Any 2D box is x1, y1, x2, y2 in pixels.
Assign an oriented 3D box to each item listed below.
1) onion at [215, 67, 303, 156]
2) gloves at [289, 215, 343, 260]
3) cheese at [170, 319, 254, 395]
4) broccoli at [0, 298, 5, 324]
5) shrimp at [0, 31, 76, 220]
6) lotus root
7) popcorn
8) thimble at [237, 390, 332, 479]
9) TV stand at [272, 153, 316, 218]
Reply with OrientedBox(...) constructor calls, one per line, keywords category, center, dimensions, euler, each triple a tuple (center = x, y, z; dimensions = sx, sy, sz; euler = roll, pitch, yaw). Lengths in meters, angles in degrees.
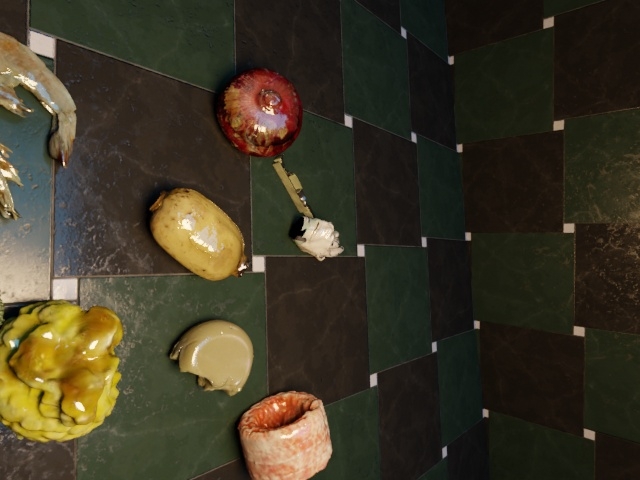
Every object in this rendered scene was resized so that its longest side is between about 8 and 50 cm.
OrientedBox(category="onion", center=(-0.160, -0.351, 1.124), dimensions=(0.247, 0.190, 0.245), euler=(2, 87, -30))
OrientedBox(category="gloves", center=(0.005, 0.000, 1.313), dimensions=(0.212, 0.111, 0.127), euler=(24, 87, -31))
OrientedBox(category="cheese", center=(-0.267, 0.282, 1.011), dimensions=(0.203, 0.091, 0.175), euler=(29, 65, -40))
OrientedBox(category="broccoli", center=(-0.654, 0.080, 0.557), dimensions=(0.362, 0.221, 0.251), euler=(26, 93, -38))
OrientedBox(category="shrimp", center=(-0.571, -0.213, 0.751), dimensions=(0.247, 0.086, 0.359), euler=(-9, 89, -54))
OrientedBox(category="lotus root", center=(-0.283, -0.006, 0.988), dimensions=(0.284, 0.146, 0.160), euler=(43, 76, -28))
OrientedBox(category="popcorn", center=(-0.444, 0.224, 0.708), dimensions=(0.206, 0.252, 0.236), euler=(29, 69, -49))
OrientedBox(category="thimble", center=(-0.090, 0.518, 1.082), dimensions=(0.239, 0.240, 0.162), euler=(-16, 97, -47))
OrientedBox(category="TV stand", center=(-0.075, -0.156, 1.307), dimensions=(0.042, 0.036, 0.249), euler=(-50, 122, -40))
